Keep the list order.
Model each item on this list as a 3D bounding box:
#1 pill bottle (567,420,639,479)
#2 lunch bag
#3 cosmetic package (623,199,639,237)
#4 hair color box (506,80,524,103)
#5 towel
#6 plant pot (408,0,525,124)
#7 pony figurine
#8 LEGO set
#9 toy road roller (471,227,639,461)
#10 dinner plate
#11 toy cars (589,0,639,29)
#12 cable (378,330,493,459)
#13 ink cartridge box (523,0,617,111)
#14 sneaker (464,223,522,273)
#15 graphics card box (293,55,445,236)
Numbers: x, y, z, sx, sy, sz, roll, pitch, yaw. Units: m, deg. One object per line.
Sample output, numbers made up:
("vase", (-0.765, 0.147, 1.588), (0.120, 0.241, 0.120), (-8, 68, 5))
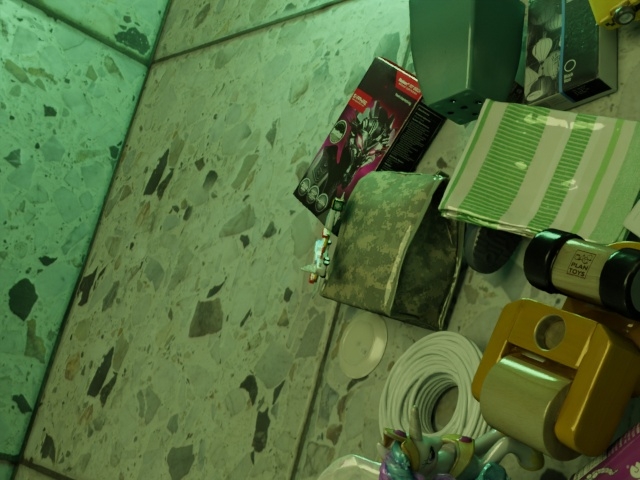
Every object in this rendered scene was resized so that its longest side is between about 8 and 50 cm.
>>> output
("pill bottle", (0.428, 0.352, 1.306), (0.301, 0.169, 0.169), (-48, 39, 23))
("lunch bag", (0.152, 0.006, 1.872), (0.235, 0.168, 0.287), (11, 83, 55))
("cosmetic package", (0.564, 0.013, 1.282), (0.138, 0.224, 0.224), (-58, 35, 14))
("hair color box", (0.334, -0.302, 1.925), (0.072, 0.043, 0.141), (-55, 37, 12))
("towel", (0.381, -0.113, 1.641), (0.324, 0.038, 0.248), (15, 73, 34))
("plant pot", (0.276, -0.353, 1.864), (0.165, 0.165, 0.234), (-17, 61, 44))
("pony figurine", (0.159, 0.392, 1.453), (0.303, 0.363, 0.351), (42, 113, 42))
("LEGO set", (0.000, 0.000, 1.913), (0.244, 0.060, 0.183), (117, 166, -72))
("toy road roller", (0.396, 0.157, 1.392), (0.202, 0.240, 0.330), (20, 82, 57))
("dinner plate", (0.080, 0.208, 1.977), (0.141, 0.017, 0.141), (-28, 51, 41))
("toy cars", (0.610, -0.516, 1.665), (0.176, 0.087, 0.394), (32, 93, 50))
("cable", (0.211, 0.290, 1.696), (0.257, 0.089, 0.257), (-54, 36, 14))
("ink cartridge box", (0.460, -0.400, 1.805), (0.165, 0.065, 0.333), (-20, 54, 46))
("sneaker", (0.310, -0.087, 1.777), (0.131, 0.112, 0.319), (2, 64, 51))
("graphics card box", (0.107, -0.194, 2.114), (0.371, 0.094, 0.233), (-59, 36, 11))
